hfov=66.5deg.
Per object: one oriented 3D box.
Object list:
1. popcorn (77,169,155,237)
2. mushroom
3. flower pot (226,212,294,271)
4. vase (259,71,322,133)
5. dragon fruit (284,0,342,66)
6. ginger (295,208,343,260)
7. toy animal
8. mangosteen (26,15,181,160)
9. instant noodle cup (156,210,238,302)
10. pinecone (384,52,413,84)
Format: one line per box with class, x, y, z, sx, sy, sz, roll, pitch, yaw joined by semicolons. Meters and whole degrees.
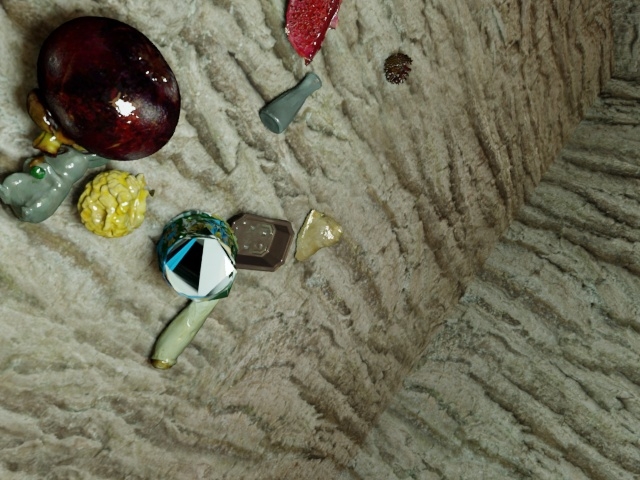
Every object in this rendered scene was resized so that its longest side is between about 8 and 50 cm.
popcorn;-0.492;-0.090;1.181;0.170;0.180;0.179;2;110;-22
mushroom;-0.397;0.245;1.484;0.087;0.107;0.333;37;83;-6
flower pot;-0.211;-0.001;1.545;0.251;0.084;0.178;10;102;-47
vase;-0.082;-0.418;1.461;0.214;0.086;0.086;-49;136;-20
dragon fruit;-0.016;-0.650;1.385;0.274;0.126;0.161;-63;176;31
ginger;-0.003;0.002;1.728;0.193;0.123;0.115;-64;158;11
toy animal;-0.590;-0.151;1.102;0.251;0.127;0.125;-51;125;-32
mangosteen;-0.447;-0.306;1.036;0.297;0.293;0.296;23;52;-34
instant noodle cup;-0.331;0.047;1.329;0.241;0.178;0.240;-4;107;-14
pinecone;0.266;-0.596;1.696;0.102;0.102;0.109;-29;162;-30
